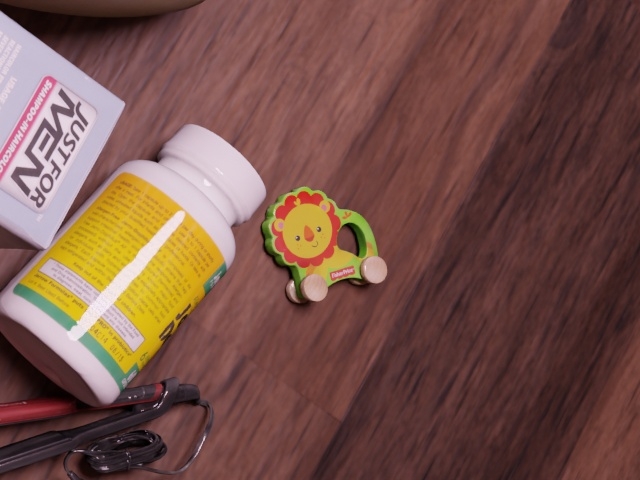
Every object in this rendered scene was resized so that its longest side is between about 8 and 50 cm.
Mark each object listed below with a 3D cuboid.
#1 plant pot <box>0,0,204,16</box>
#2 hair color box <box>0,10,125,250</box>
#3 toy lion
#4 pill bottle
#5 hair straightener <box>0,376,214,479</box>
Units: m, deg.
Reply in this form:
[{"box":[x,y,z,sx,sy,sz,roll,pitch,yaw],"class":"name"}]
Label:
[{"box":[-0.154,-0.258,1.075,0.274,0.256,0.256,24,78,-69],"class":"plant pot"},{"box":[-0.323,-0.133,0.936,0.374,0.185,0.113,37,69,-29],"class":"hair color box"},{"box":[0.000,0.000,1.332,0.100,0.034,0.096,-15,94,-31],"class":"toy lion"},{"box":[-0.139,0.014,1.192,0.208,0.117,0.117,-50,116,-20],"class":"pill bottle"},{"box":[-0.182,0.160,1.226,0.230,0.047,0.089,-8,98,-36],"class":"hair straightener"}]
